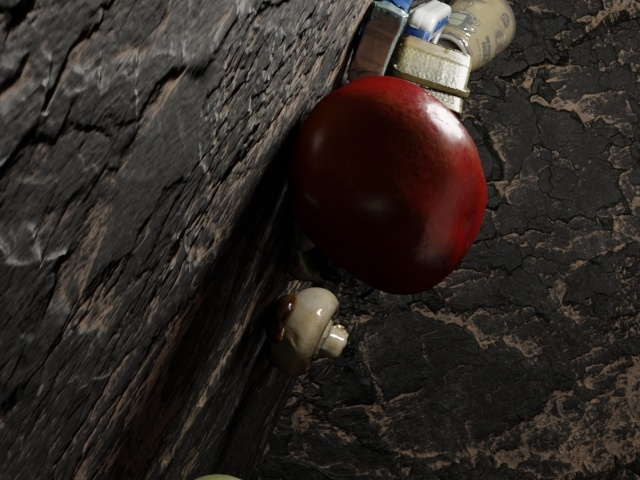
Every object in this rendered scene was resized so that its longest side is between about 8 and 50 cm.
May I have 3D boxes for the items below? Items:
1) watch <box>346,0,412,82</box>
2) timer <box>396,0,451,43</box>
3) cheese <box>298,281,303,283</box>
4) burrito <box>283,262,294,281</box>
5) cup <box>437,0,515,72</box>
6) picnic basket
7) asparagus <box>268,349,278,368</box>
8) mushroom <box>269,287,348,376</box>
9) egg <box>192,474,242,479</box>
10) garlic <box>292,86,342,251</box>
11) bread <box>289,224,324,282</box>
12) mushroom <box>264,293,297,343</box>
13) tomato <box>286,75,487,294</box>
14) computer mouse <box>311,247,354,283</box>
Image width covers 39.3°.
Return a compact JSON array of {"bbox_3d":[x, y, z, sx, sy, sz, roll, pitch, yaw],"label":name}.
[{"bbox_3d":[0.101,-0.334,1.611,0.274,0.068,0.276,-65,176,-56],"label":"watch"},{"bbox_3d":[0.216,-0.451,2.034,0.178,0.078,0.253,-66,174,24],"label":"timer"},{"bbox_3d":[0.000,0.000,1.915,0.137,0.064,0.227,81,31,-46],"label":"cheese"},{"bbox_3d":[-0.038,0.035,1.965,0.045,0.041,0.185,68,25,-16],"label":"burrito"},{"bbox_3d":[0.396,-0.588,2.673,0.301,0.227,0.257,-26,-166,50],"label":"cup"},{"bbox_3d":[0.196,-0.288,1.874,0.266,0.165,0.139,122,-16,-66],"label":"picnic basket"},{"bbox_3d":[-0.084,0.278,2.427,0.277,0.067,0.060,-56,143,-76],"label":"asparagus"},{"bbox_3d":[-0.026,0.227,2.180,0.226,0.178,0.226,-54,174,-9],"label":"mushroom"},{"bbox_3d":[-0.214,0.580,1.763,0.218,0.218,0.295,-61,-176,-35],"label":"egg"},{"bbox_3d":[0.016,-0.120,1.580,0.143,0.112,0.318,-53,156,-53],"label":"garlic"},{"bbox_3d":[0.007,-0.014,1.810,0.228,0.034,0.228,-40,137,-52],"label":"bread"},{"bbox_3d":[-0.090,0.169,1.975,0.123,0.052,0.123,-155,-90,-88],"label":"mushroom"},{"bbox_3d":[0.100,-0.081,1.370,0.293,0.290,0.325,-56,145,-21],"label":"tomato"},{"bbox_3d":[0.070,-0.071,1.749,0.183,0.116,0.323,-1,100,-58],"label":"computer mouse"}]
